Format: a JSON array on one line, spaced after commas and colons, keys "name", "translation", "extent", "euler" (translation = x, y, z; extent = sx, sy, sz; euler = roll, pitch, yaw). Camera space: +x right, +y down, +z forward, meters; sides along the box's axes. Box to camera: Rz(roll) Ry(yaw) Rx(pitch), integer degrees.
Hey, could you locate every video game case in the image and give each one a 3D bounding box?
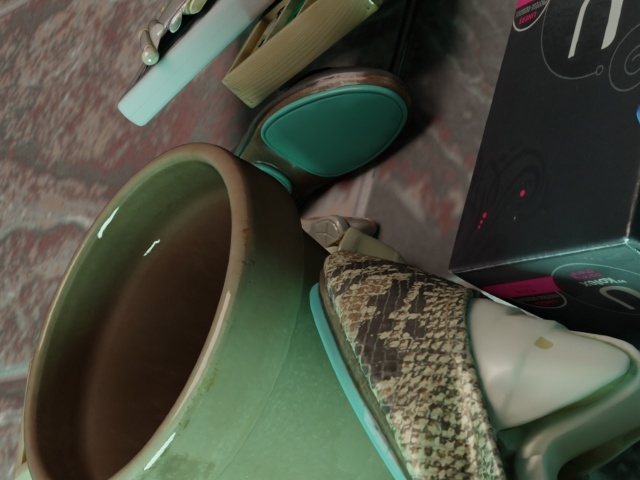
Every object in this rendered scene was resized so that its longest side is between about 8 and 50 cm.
[{"name": "video game case", "translation": [-0.033, -0.278, 1.675], "extent": [0.329, 0.036, 0.300], "euler": [-39, 18, 37]}]

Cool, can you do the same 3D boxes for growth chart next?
[{"name": "growth chart", "translation": [-0.086, -0.247, 1.638], "extent": [0.237, 0.021, 0.172], "euler": [-47, 15, 11]}]

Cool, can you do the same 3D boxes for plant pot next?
[{"name": "plant pot", "translation": [-0.042, 0.095, 1.285], "extent": [0.263, 0.229, 0.263], "euler": [-39, 37, 37]}]

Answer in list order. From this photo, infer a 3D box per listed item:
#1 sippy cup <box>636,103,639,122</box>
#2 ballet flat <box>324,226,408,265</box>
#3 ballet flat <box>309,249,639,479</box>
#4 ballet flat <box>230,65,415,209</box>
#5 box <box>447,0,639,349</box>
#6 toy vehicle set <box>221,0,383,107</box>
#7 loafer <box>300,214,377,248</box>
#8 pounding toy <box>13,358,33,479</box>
[{"name": "sippy cup", "translation": [0.283, -0.048, 0.883], "extent": [0.305, 0.224, 0.240], "euler": [-5, 62, 58]}, {"name": "ballet flat", "translation": [-0.029, 0.047, 1.457], "extent": [0.248, 0.086, 0.086], "euler": [-26, 46, 48]}, {"name": "ballet flat", "translation": [0.136, 0.168, 1.025], "extent": [0.182, 0.164, 0.483], "euler": [-33, 49, 20]}, {"name": "ballet flat", "translation": [-0.025, -0.084, 1.547], "extent": [0.280, 0.095, 0.096], "euler": [-37, 30, 39]}, {"name": "box", "translation": [0.206, -0.086, 1.119], "extent": [0.165, 0.143, 0.270], "euler": [-14, 56, 56]}, {"name": "toy vehicle set", "translation": [0.024, -0.235, 1.551], "extent": [0.166, 0.035, 0.267], "euler": [-35, 20, 41]}, {"name": "loafer", "translation": [0.000, 0.000, 1.501], "extent": [0.125, 0.039, 0.045], "euler": [-9, 93, 59]}, {"name": "pounding toy", "translation": [-0.178, 0.148, 1.603], "extent": [0.206, 0.094, 0.181], "euler": [-37, 38, 39]}]
